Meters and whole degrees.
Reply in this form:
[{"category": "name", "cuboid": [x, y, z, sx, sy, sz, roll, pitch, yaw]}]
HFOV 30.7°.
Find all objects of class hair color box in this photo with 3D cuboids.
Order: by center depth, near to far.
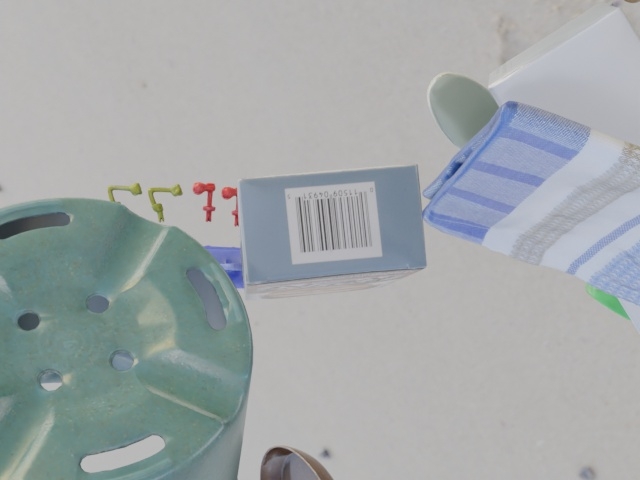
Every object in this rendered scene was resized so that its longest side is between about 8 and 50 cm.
[{"category": "hair color box", "cuboid": [0.000, 0.000, 1.338, 0.374, 0.185, 0.114, 128, 137, -84]}]

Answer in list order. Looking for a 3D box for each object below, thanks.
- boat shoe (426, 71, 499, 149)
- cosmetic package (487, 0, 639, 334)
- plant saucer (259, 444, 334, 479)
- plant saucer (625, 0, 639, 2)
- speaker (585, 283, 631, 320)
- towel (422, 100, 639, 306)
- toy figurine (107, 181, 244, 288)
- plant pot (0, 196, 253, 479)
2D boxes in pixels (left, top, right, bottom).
[{"category": "boat shoe", "cuboid": [0.216, -0.135, 1.499, 0.227, 0.079, 0.081, 39, -174, -20]}, {"category": "cosmetic package", "cuboid": [0.331, -0.054, 1.210, 0.366, 0.155, 0.197, 57, -166, -4]}, {"category": "plant saucer", "cuboid": [-0.012, 0.308, 1.321, 0.168, 0.029, 0.168, 33, 133, 46]}, {"category": "plant saucer", "cuboid": [0.424, -0.358, 1.551, 0.015, 0.083, 0.083, 20, 131, 54]}, {"category": "speaker", "cuboid": [0.435, -0.042, 1.389, 0.131, 0.131, 0.297, 37, 104, 41]}, {"category": "towel", "cuboid": [0.226, -0.003, 0.837, 0.285, 0.034, 0.209, 22, 160, -5]}, {"category": "toy figurine", "cuboid": [-0.180, 0.009, 1.888, 0.217, 0.362, 0.191, -145, 60, -77]}, {"category": "plant pot", "cuboid": [-0.201, 0.165, 0.926, 0.341, 0.341, 0.334, 50, 146, 23]}]
